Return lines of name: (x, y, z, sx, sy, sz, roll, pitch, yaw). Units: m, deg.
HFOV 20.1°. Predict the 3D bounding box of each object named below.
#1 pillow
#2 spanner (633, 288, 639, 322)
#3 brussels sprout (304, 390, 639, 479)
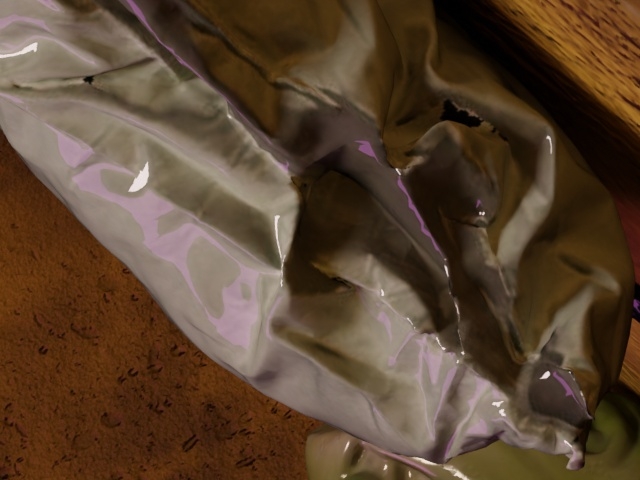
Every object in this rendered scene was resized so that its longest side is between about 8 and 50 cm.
pillow: (-0.029, -0.048, 0.627, 0.283, 0.138, 0.310, 44, -179, -9)
spanner: (0.082, -0.020, 0.841, 0.208, 0.012, 0.046, 41, 176, 40)
brussels sprout: (0.147, 0.230, 1.161, 0.355, 0.281, 0.289, 53, 178, 1)
